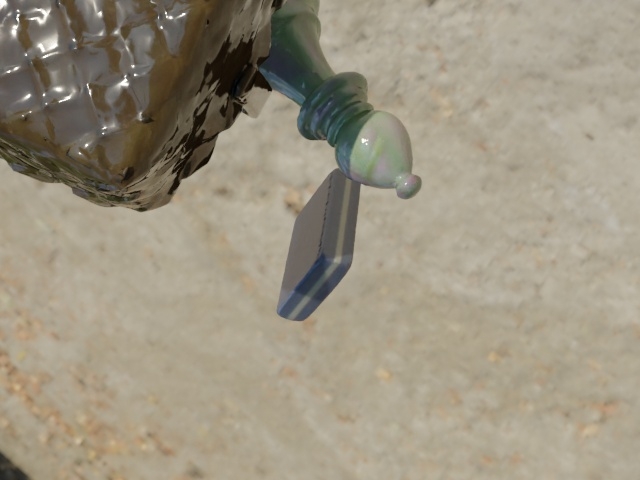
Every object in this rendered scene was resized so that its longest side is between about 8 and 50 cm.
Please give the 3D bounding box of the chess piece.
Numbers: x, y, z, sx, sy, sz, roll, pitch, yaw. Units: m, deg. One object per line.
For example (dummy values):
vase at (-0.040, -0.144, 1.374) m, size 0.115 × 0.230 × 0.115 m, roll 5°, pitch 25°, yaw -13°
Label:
chess piece at (0.000, -0.133, 1.212) m, size 0.271 × 0.139 × 0.139 m, roll 49°, pitch 149°, yaw 23°

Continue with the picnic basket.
picnic basket at (-0.163, -0.177, 1.043) m, size 0.254 × 0.291 × 0.321 m, roll 28°, pitch -178°, yaw 1°

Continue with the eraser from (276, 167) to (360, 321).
eraser at (0.000, 0.000, 1.312) m, size 0.036 × 0.225 × 0.082 m, roll 33°, pitch 115°, yaw -12°
